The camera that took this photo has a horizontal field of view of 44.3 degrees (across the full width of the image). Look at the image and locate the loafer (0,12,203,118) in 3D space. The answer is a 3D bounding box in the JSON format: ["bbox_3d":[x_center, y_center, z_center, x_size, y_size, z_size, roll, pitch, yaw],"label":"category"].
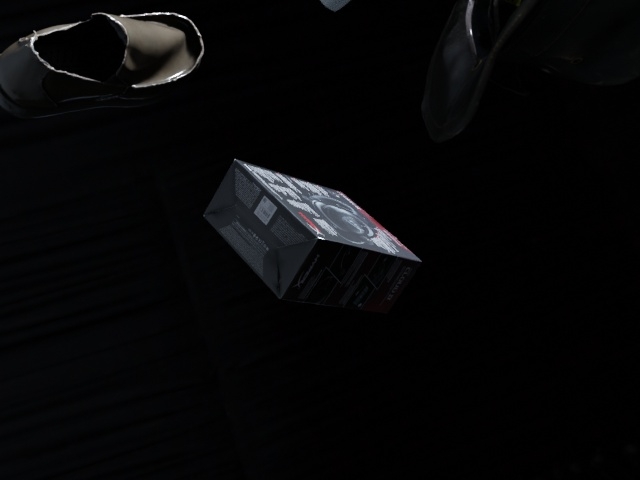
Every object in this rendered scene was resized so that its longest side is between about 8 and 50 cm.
[{"bbox_3d":[-0.182,-0.162,0.705,0.078,0.220,0.080,-23,-84,46],"label":"loafer"}]

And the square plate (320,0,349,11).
[{"bbox_3d":[-0.009,-0.547,1.216,0.347,0.049,0.344,66,-12,-10],"label":"square plate"}]

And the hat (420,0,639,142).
[{"bbox_3d":[0.187,-0.183,0.530,0.331,0.134,0.331,-155,-90,-85],"label":"hat"}]

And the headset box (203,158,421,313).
[{"bbox_3d":[0.000,0.000,0.350,0.062,0.083,0.032,44,-72,35],"label":"headset box"}]
